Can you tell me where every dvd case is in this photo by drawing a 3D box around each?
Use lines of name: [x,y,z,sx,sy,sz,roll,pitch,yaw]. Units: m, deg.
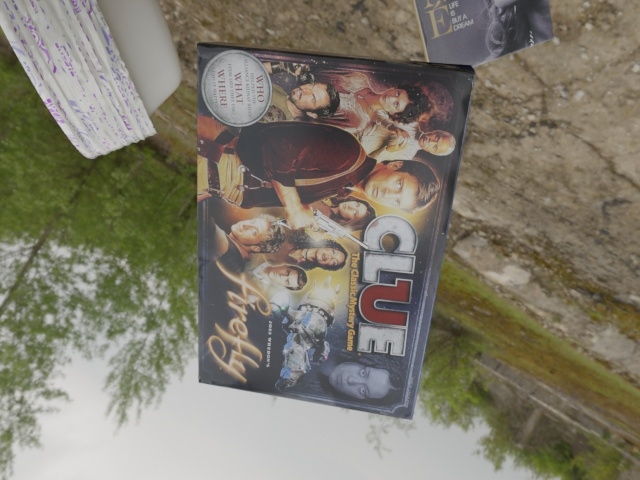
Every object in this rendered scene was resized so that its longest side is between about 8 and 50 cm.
dvd case: [0.188,-0.329,0.648,0.018,0.164,0.222,-101,-9,-66]

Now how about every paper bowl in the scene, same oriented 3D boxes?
paper bowl: [-0.258,-0.248,0.601,0.284,0.147,0.285,157,90,-79]

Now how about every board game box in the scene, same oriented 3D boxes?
board game box: [0.000,0.000,0.365,0.164,0.244,0.042,7,-158,7]
